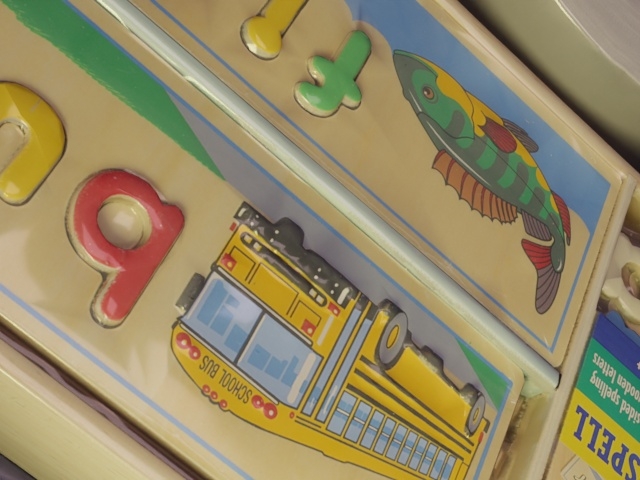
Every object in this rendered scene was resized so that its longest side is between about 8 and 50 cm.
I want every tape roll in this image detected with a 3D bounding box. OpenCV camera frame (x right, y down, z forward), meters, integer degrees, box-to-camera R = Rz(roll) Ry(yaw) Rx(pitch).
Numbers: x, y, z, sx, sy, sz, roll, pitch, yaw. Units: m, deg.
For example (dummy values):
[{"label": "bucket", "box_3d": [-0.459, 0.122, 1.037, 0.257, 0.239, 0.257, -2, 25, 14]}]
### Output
[{"label": "tape roll", "box_3d": [0.145, -0.147, 0.623, 0.219, 0.072, 0.219, 16, 60, -29]}]

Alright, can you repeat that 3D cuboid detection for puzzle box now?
[{"label": "puzzle box", "box_3d": [0.000, 0.000, 0.460, 0.409, 0.052, 0.272, 40, 52, -15]}]
